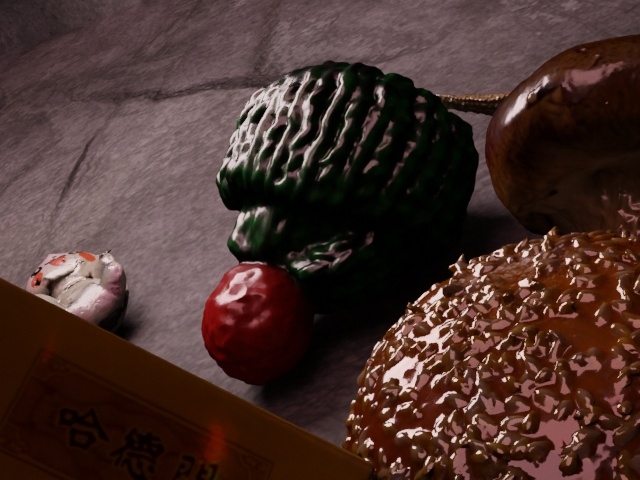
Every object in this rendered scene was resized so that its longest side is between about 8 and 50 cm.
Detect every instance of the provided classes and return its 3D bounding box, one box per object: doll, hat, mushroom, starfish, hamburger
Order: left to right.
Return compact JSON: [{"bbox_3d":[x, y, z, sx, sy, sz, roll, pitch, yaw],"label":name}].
[{"bbox_3d":[-0.306,0.068,1.413,0.149,0.095,0.192,-32,25,-17],"label":"doll"},{"bbox_3d":[0.000,0.000,1.144,0.274,0.242,0.332,-2,63,60],"label":"hat"},{"bbox_3d":[0.153,0.136,0.709,0.291,0.225,0.291,-24,32,16],"label":"hamburger"},{"bbox_3d":[0.256,-0.128,1.128,0.295,0.048,0.231,0,-5,25],"label":"starfish"},{"bbox_3d":[0.274,-0.053,0.942,0.267,0.254,0.267,-22,6,2],"label":"mushroom"}]

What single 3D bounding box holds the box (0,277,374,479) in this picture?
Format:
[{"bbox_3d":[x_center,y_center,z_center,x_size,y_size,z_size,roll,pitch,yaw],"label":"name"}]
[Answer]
[{"bbox_3d":[-0.164,0.154,0.783,0.115,0.264,0.415,-67,12,-18],"label":"box"}]
